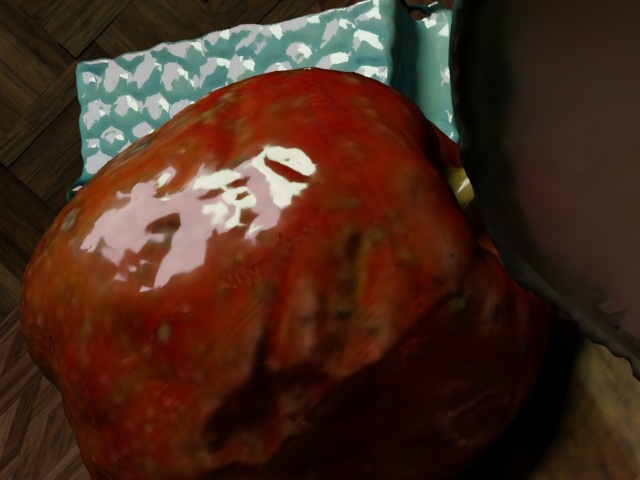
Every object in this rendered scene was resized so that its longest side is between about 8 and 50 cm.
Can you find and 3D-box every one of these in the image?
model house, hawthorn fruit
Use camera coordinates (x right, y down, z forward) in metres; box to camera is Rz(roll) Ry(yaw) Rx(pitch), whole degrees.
[{"bbox_3d":[0.000,0.000,1.026,0.261,0.226,0.241,-10,67,22],"label":"model house"},{"bbox_3d":[0.180,-0.077,0.566,0.202,0.237,0.237,-46,8,31],"label":"model house"},{"bbox_3d":[-0.015,0.039,0.807,0.261,0.258,0.258,-3,40,35],"label":"hawthorn fruit"}]
